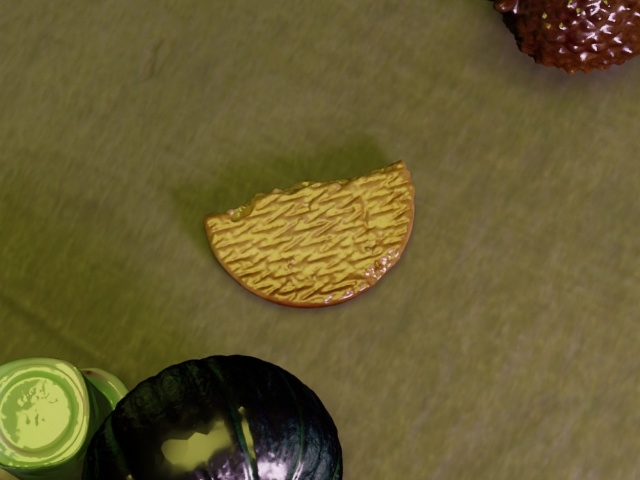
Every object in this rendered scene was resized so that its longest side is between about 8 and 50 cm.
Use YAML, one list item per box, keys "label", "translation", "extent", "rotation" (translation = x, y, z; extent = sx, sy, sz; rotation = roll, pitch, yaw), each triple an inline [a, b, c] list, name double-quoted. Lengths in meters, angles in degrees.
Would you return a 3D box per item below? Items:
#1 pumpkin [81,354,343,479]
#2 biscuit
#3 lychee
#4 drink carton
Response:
- label: "pumpkin"
  translation: [-0.112, 0.204, 1.360]
  extent: [0.248, 0.248, 0.248]
  rotation: [-1, 71, 3]
- label: "biscuit"
  translation: [0.000, 0.000, 1.516]
  extent: [0.224, 0.033, 0.144]
  rotation: [-18, 73, -3]
- label: "lychee"
  translation: [0.265, -0.273, 1.516]
  extent: [0.238, 0.200, 0.200]
  rotation: [-11, 70, -16]
- label: "drink carton"
  translation: [-0.264, 0.179, 1.412]
  extent: [0.146, 0.142, 0.144]
  rotation: [-5, 70, 3]
